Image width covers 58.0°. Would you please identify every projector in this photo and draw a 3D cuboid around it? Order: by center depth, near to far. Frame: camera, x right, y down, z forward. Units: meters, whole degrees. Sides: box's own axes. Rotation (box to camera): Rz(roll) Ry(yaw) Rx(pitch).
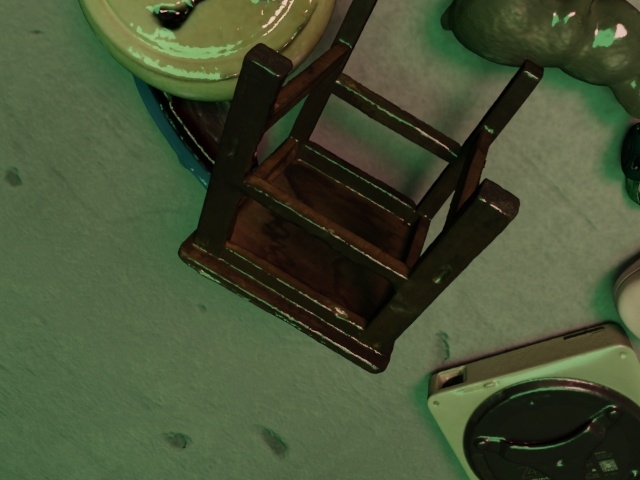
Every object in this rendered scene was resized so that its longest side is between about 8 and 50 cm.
[{"bbox_3d":[0.305,0.258,0.751,0.257,0.079,0.259,-23,110,23],"label":"projector"}]

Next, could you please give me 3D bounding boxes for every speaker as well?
[{"bbox_3d":[0.347,-0.078,0.590,0.075,0.060,0.094,8,153,11],"label":"speaker"}]

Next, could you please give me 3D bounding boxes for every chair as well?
[{"bbox_3d":[0.000,0.000,0.560,0.203,0.240,0.416,30,133,-1],"label":"chair"}]

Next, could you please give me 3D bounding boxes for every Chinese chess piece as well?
[{"bbox_3d":[-0.106,-0.259,0.544,0.250,0.101,0.250,0,98,-1],"label":"Chinese chess piece"}]

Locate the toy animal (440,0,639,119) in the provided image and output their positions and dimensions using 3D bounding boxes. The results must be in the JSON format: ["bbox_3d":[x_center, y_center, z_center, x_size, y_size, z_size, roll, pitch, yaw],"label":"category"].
[{"bbox_3d":[0.234,-0.196,0.538,0.236,0.108,0.138,26,150,-14],"label":"toy animal"}]

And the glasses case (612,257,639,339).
[{"bbox_3d":[0.448,0.011,0.588,0.113,0.075,0.297,43,120,-9],"label":"glasses case"}]

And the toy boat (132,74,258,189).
[{"bbox_3d":[-0.151,-0.157,0.667,0.097,0.100,0.223,-10,112,59],"label":"toy boat"}]
